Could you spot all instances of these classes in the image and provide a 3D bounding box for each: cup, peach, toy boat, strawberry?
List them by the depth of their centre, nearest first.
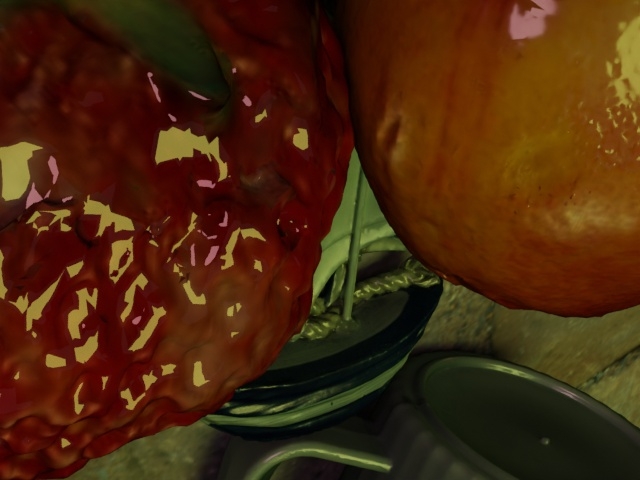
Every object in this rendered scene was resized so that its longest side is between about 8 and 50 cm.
[{"bbox_3d":[-0.132,-0.004,0.674,0.292,0.292,0.310,-17,116,-35],"label":"strawberry"},{"bbox_3d":[0.124,-0.086,0.736,0.281,0.238,0.281,-36,150,-25],"label":"peach"},{"bbox_3d":[0.019,0.005,1.000,0.210,0.070,0.291,5,115,-49],"label":"toy boat"},{"bbox_3d":[0.077,0.255,1.164,0.311,0.331,0.257,-67,172,19],"label":"cup"}]

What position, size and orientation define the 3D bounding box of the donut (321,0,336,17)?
[{"bbox_3d":[0.073,-0.236,0.823,0.272,0.107,0.272,-21,134,-24],"label":"donut"}]
